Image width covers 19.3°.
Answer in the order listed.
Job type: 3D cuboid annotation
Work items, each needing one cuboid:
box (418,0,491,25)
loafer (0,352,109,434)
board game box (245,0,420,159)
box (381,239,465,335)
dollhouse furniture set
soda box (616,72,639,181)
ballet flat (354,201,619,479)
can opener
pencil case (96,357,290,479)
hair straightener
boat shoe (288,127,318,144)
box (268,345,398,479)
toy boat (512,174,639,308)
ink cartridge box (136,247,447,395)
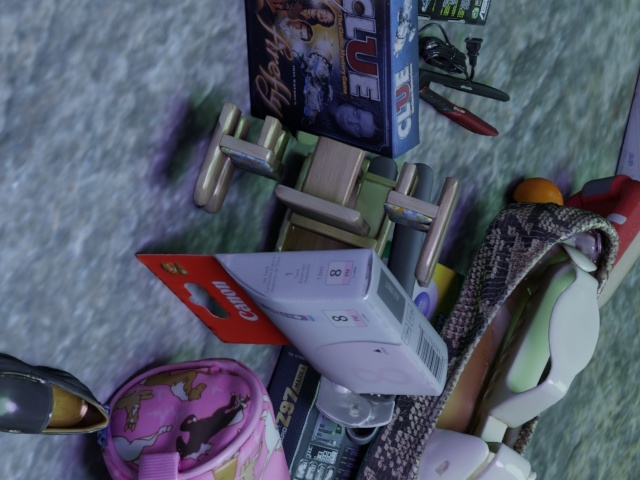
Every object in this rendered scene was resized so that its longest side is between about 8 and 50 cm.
[{"bbox_3d":[0.123,-0.311,1.856,0.184,0.045,0.191,-3,109,-52],"label":"box"},{"bbox_3d":[-0.240,0.130,1.538,0.170,0.061,0.062,6,102,-55],"label":"loafer"},{"bbox_3d":[0.008,-0.205,1.635,0.042,0.165,0.243,-33,130,-43],"label":"board game box"},{"bbox_3d":[0.095,0.068,1.999,0.179,0.043,0.105,25,82,-58],"label":"box"},{"bbox_3d":[0.000,0.000,1.690,0.242,0.212,0.161,45,64,-83],"label":"dollhouse furniture set"},{"bbox_3d":[0.447,-0.156,2.349,0.098,0.091,0.286,-2,107,-54],"label":"soda box"},{"bbox_3d":[0.176,0.164,1.933,0.164,0.182,0.483,39,68,-30],"label":"ballet flat"},{"bbox_3d":[0.055,0.060,1.865,0.095,0.076,0.283,94,7,-67],"label":"can opener"},{"bbox_3d":[-0.092,0.291,1.745,0.167,0.160,0.386,-23,130,-12],"label":"pencil case"},{"bbox_3d":[0.130,-0.176,1.940,0.230,0.047,0.089,21,89,-52],"label":"hair straightener"},{"bbox_3d":[0.010,-0.133,1.787,0.133,0.042,0.049,-39,155,-39],"label":"boat shoe"},{"bbox_3d":[0.023,0.194,1.944,0.232,0.059,0.183,22,86,-56],"label":"box"},{"bbox_3d":[0.274,-0.007,2.162,0.151,0.151,0.231,49,60,-19],"label":"toy boat"},{"bbox_3d":[-0.026,0.074,1.656,0.189,0.232,0.066,51,41,-52],"label":"ink cartridge box"}]
